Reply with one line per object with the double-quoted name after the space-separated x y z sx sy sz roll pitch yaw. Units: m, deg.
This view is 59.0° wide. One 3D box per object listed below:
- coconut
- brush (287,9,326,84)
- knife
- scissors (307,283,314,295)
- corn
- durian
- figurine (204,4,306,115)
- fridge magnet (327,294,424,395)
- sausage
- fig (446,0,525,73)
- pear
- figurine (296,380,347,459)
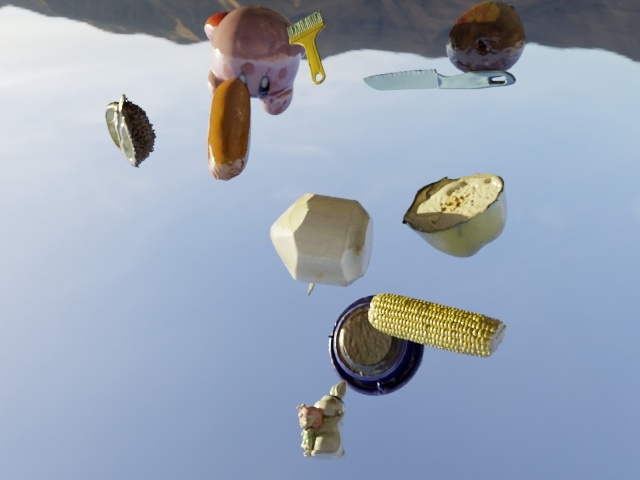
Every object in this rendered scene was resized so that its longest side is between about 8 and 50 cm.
0.000 0.000 1.460 0.266 0.237 0.237 11 -153 14 "coconut"
-0.018 -0.387 1.150 0.083 0.011 0.205 -22 -125 16 "brush"
0.216 -0.308 1.087 0.313 0.044 0.019 8 -136 35 "knife"
0.006 0.063 1.849 0.109 0.022 0.300 -12 -139 33 "scissors"
0.205 0.153 1.032 0.249 0.081 0.081 11 -154 32 "corn"
-0.442 -0.270 1.346 0.091 0.188 0.148 -29 -124 -27 "durian"
-0.155 -0.466 1.367 0.270 0.211 0.261 9 -117 -10 "figurine"
0.140 0.268 1.472 0.266 0.265 0.113 23 172 32 "fridge magnet"
-0.190 -0.232 1.187 0.098 0.098 0.238 2 -115 -5 "sausage"
0.400 -0.490 1.314 0.170 0.145 0.274 5 -137 31 "fig"
0.353 -0.039 1.415 0.267 0.178 0.267 -24 -157 11 "pear"
0.008 0.331 1.066 0.098 0.081 0.146 28 -127 -39 "figurine"
